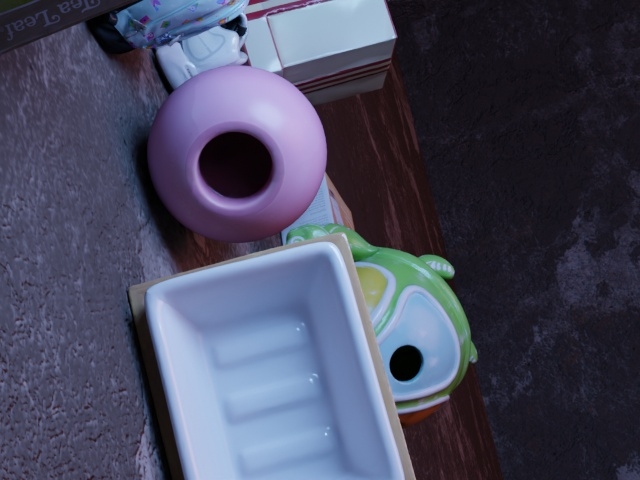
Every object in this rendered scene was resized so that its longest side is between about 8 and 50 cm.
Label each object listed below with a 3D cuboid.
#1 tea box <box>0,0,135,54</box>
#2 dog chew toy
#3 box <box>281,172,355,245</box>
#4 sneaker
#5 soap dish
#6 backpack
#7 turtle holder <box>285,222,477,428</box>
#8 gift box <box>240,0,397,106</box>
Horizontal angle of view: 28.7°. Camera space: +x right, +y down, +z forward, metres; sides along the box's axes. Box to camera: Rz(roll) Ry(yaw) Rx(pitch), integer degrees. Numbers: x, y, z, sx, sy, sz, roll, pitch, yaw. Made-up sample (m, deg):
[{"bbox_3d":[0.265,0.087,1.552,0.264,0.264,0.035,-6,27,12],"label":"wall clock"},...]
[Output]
[{"bbox_3d":[-0.211,-0.387,1.072,0.220,0.329,0.323,-96,164,-48],"label":"tea box"},{"bbox_3d":[-0.098,-0.122,1.516,0.332,0.207,0.206,-96,164,-74],"label":"dog chew toy"},{"bbox_3d":[0.000,0.000,1.995,0.130,0.091,0.170,56,19,-52],"label":"box"},{"bbox_3d":[-0.154,-0.302,1.715,0.292,0.118,0.110,-97,161,-50],"label":"sneaker"},{"bbox_3d":[-0.048,0.159,1.254,0.118,0.229,0.290,91,-16,-75],"label":"soap dish"},{"bbox_3d":[-0.175,-0.300,1.453,0.115,0.182,0.151,55,19,-52],"label":"backpack"},{"bbox_3d":[0.081,0.126,1.799,0.227,0.243,0.320,-43,136,-54],"label":"turtle holder"},{"bbox_3d":[-0.043,-0.320,1.934,0.276,0.258,0.255,98,-24,-71],"label":"gift box"}]
